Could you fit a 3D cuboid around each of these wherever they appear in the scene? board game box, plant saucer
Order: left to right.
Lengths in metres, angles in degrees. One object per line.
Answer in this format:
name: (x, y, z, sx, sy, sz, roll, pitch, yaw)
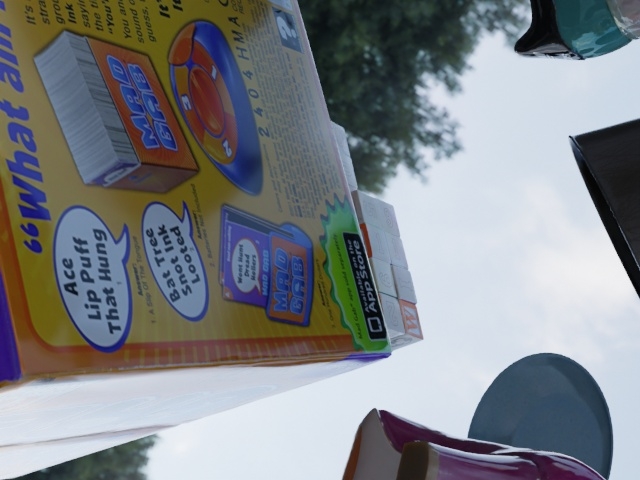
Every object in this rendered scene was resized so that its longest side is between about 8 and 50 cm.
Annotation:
board game box: (-0.227, -0.044, 0.755, 0.356, 0.356, 0.356, -21, -103, 26)
plant saucer: (0.219, 0.207, 1.172, 0.195, 0.037, 0.194, -27, -126, 46)

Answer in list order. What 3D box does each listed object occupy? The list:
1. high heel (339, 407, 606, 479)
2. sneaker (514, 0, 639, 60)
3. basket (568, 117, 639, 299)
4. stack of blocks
high heel: (0.079, 0.136, 0.632, 0.244, 0.117, 0.082, 128, -22, -71)
sneaker: (0.135, -0.265, 0.809, 0.121, 0.108, 0.302, -17, -86, 29)
basket: (0.351, -0.044, 0.995, 0.227, 0.154, 0.204, -26, -92, 8)
stack of blocks: (0.000, 0.000, 1.430, 0.171, 0.087, 0.297, -24, -115, 27)
